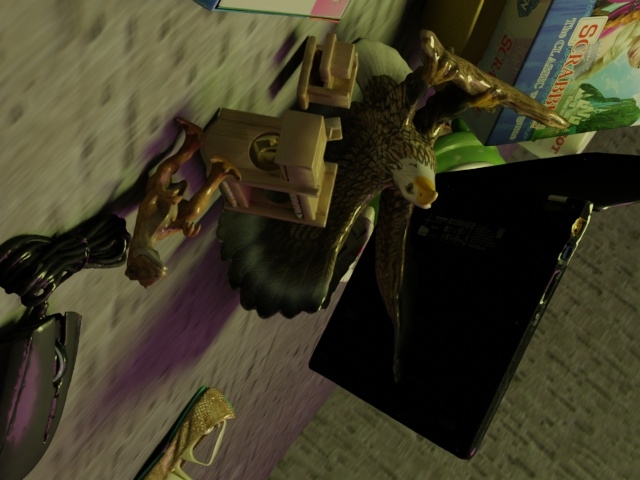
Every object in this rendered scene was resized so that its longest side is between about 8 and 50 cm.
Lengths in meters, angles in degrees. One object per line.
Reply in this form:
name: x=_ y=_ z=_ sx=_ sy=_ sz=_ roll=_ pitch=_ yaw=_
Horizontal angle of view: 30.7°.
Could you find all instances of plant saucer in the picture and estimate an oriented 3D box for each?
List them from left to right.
plant saucer: x=0.224 y=-0.361 z=1.291 sx=0.333 sy=0.081 sz=0.333 roll=-51 pitch=169 yaw=-25

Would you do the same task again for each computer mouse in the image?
computer mouse: x=-0.215 y=0.105 z=0.802 sx=0.262 sy=0.060 sz=0.184 roll=-57 pitch=171 yaw=11

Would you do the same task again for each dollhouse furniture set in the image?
dollhouse furniture set: x=-0.034 y=-0.116 z=0.943 sx=0.182 sy=0.101 sz=0.161 roll=77 pitch=24 yaw=-76

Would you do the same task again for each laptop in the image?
laptop: x=0.235 y=0.039 z=1.265 sx=0.408 sy=0.236 sz=0.382 roll=-63 pitch=-157 yaw=-4

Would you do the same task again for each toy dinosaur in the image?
toy dinosaur: x=-0.114 y=-0.033 z=0.880 sx=0.112 sy=0.064 sz=0.211 roll=-49 pitch=-173 yaw=17

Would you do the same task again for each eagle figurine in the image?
eagle figurine: x=0.057 y=-0.048 z=1.099 sx=0.298 sy=0.226 sz=0.225 roll=-58 pitch=169 yaw=11

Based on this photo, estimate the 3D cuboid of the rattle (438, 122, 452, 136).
rattle: x=0.172 y=-0.175 z=1.725 sx=0.200 sy=0.130 sz=0.143 roll=53 pitch=50 yaw=-48

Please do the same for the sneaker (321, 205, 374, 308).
sneaker: x=0.000 y=0.000 z=1.403 sx=0.111 sy=0.103 sz=0.252 roll=-63 pitch=175 yaw=17

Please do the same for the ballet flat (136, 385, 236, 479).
ballet flat: x=-0.183 y=0.291 z=1.544 sx=0.206 sy=0.067 sz=0.073 roll=-55 pitch=170 yaw=3

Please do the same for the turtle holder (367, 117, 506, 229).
turtle holder: x=0.157 y=0.004 z=1.594 sx=0.243 sy=0.227 sz=0.320 roll=-15 pitch=154 yaw=-36

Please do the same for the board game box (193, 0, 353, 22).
board game box: x=0.033 y=-0.282 z=0.683 sx=0.317 sy=0.064 sz=0.242 roll=-58 pitch=170 yaw=16

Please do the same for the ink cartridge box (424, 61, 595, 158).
ink cartridge box: x=0.289 y=-0.239 z=1.553 sx=0.171 sy=0.232 sz=0.168 roll=-61 pitch=169 yaw=30

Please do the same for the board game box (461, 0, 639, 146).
board game box: x=0.344 y=-0.256 z=1.279 sx=0.317 sy=0.066 sz=0.319 roll=-11 pitch=141 yaw=-28
